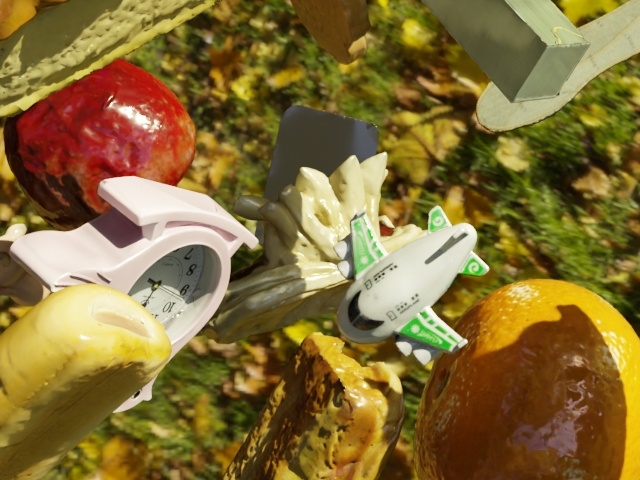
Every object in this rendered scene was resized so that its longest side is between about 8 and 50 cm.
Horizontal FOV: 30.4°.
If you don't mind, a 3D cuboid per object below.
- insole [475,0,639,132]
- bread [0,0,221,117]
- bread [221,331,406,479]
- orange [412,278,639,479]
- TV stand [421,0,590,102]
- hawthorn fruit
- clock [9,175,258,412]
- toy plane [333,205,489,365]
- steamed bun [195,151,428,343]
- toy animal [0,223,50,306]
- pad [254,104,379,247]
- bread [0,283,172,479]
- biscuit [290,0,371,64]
[{"bbox_3d":[0.383,-0.268,1.741,0.348,0.009,0.119,-28,64,13],"label":"insole"},{"bbox_3d":[-0.169,-0.292,0.791,0.333,0.143,0.323,-34,73,-18],"label":"bread"},{"bbox_3d":[-0.010,0.305,1.598,0.344,0.149,0.195,-60,36,16],"label":"bread"},{"bbox_3d":[0.330,0.269,1.797,0.326,0.424,0.424,24,99,-5],"label":"orange"},{"bbox_3d":[0.188,-0.280,1.365,0.269,0.083,0.088,56,135,28],"label":"TV stand"},{"bbox_3d":[-0.294,-0.133,1.445,0.266,0.210,0.230,41,118,-13],"label":"hawthorn fruit"},{"bbox_3d":[-0.232,0.061,1.329,0.080,0.290,0.275,37,99,31],"label":"clock"},{"bbox_3d":[0.087,0.042,1.191,0.174,0.080,0.174,0,89,16],"label":"toy plane"},{"bbox_3d":[0.000,0.000,1.739,0.247,0.428,0.189,-39,70,60],"label":"steamed bun"},{"bbox_3d":[-0.446,0.045,1.744,0.089,0.150,0.083,-33,50,-3],"label":"toy animal"},{"bbox_3d":[-0.007,-0.097,2.092,0.181,0.004,0.267,14,102,-4],"label":"pad"},{"bbox_3d":[-0.255,0.142,0.975,0.305,0.142,0.091,-41,69,24],"label":"bread"},{"bbox_3d":[-0.024,-0.386,1.555,0.051,0.376,0.269,-36,55,-8],"label":"biscuit"}]
